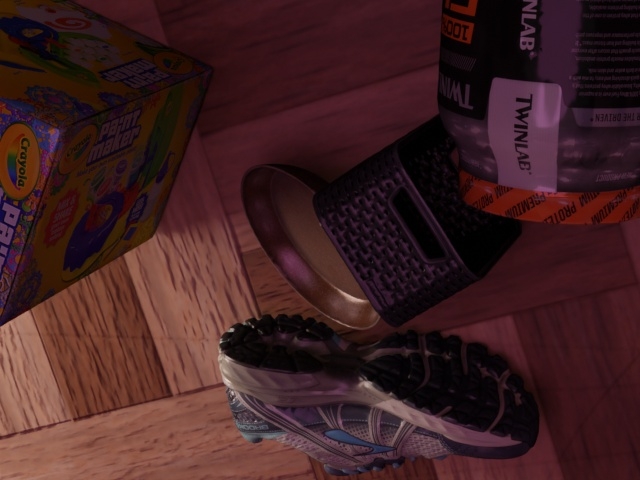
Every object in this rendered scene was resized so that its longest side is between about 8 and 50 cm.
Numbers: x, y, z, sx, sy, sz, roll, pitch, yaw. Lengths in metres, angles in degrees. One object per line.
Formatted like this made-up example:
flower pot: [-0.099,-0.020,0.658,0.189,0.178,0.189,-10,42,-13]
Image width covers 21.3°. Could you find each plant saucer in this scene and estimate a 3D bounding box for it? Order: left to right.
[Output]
plant saucer: [0.000,0.000,1.428,0.168,0.029,0.168,40,154,24]

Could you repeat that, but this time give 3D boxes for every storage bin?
storage bin: [0.080,-0.020,1.356,0.084,0.180,0.122,-31,92,24]

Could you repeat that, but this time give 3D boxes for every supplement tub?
supplement tub: [0.187,-0.181,1.271,0.194,0.193,0.316,6,105,17]

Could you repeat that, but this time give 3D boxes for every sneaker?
sneaker: [0.051,0.147,1.469,0.283,0.110,0.122,12,125,18]

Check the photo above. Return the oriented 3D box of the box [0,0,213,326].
box: [-0.287,-0.101,1.401,0.279,0.290,0.177,26,111,12]
